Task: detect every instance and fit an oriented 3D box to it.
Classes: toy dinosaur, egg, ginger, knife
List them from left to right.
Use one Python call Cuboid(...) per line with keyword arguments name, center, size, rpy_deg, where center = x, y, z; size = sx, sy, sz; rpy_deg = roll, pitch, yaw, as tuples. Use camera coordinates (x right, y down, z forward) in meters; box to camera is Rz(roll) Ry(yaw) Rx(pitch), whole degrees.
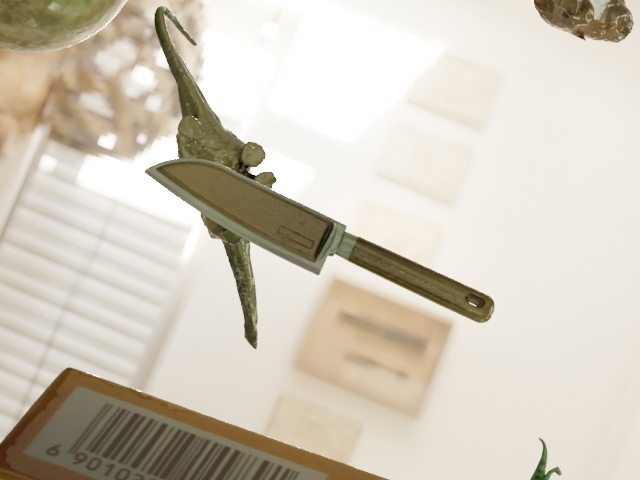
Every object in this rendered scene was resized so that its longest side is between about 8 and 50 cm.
Cuboid(name="egg", center=(-0.297, -0.306, 1.880), size=(0.289, 0.238, 0.238), rpy_deg=(-111, -141, -62))
Cuboid(name="toy dinosaur", center=(-0.103, -0.068, 1.828), size=(0.147, 0.076, 0.363), rpy_deg=(160, -87, -74))
Cuboid(name="knife", center=(0.000, 0.001, 1.677), size=(0.061, 0.343, 0.027), rpy_deg=(-64, 180, -34))
Cuboid(name="ginger", center=(0.200, -0.276, 1.734), size=(0.084, 0.290, 0.122), rpy_deg=(-47, -149, -2))
Cuboid(name="toy dinosaur", center=(0.195, 0.229, 1.683), size=(0.062, 0.083, 0.021), rpy_deg=(-28, 151, 7))

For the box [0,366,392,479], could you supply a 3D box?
Cuboid(name="box", center=(0.006, 0.264, 1.076), size=(0.116, 0.415, 0.264), rpy_deg=(-54, 156, -53))
